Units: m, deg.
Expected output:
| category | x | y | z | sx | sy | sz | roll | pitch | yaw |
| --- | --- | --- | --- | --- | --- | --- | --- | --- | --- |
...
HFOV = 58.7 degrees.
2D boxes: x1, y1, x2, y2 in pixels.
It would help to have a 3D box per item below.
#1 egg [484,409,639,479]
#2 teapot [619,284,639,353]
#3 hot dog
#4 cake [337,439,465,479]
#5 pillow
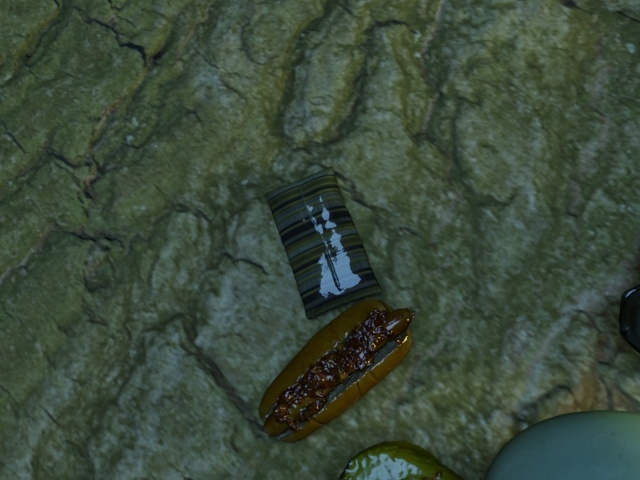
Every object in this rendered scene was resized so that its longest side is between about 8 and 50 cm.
| category | x | y | z | sx | sy | sz | roll | pitch | yaw |
| --- | --- | --- | --- | --- | --- | --- | --- | --- | --- |
| egg | 0.311 | 0.278 | 0.579 | 0.283 | 0.203 | 0.202 | 0 | 74 | 7 |
| teapot | 0.474 | 0.048 | 0.646 | 0.269 | 0.173 | 0.182 | -44 | 93 | 8 |
| hot dog | 0.021 | 0.162 | 0.737 | 0.249 | 0.076 | 0.102 | -39 | 67 | -1 |
| cake | 0.074 | 0.365 | 0.633 | 0.179 | 0.156 | 0.260 | 28 | 83 | 24 |
| pillow | 0.000 | 0.000 | 0.808 | 0.113 | 0.038 | 0.203 | -22 | 72 | 4 |
